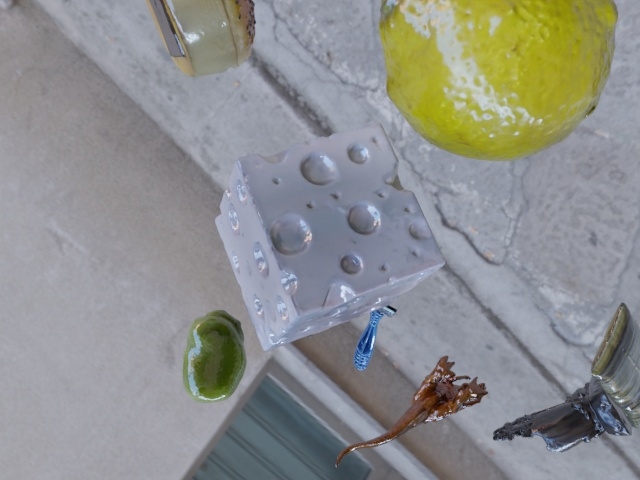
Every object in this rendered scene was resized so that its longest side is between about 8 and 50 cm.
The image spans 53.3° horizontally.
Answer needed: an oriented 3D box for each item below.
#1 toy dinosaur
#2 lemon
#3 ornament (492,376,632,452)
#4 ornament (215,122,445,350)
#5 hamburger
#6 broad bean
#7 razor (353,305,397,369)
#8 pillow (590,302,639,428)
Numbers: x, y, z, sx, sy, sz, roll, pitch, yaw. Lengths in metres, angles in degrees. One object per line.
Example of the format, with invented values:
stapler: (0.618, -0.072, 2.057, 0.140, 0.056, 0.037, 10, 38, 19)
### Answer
toy dinosaur: (0.227, 0.334, 1.327, 0.097, 0.431, 0.208, 60, 138, 28)
lemon: (0.263, -0.305, 1.000, 0.387, 0.350, 0.349, 24, 154, -17)
ornament: (0.496, 0.370, 1.328, 0.260, 0.251, 0.106, -28, 79, 25)
ornament: (0.000, 0.000, 0.985, 0.239, 0.239, 0.240, 67, 157, 14)
hamburger: (-0.219, -0.448, 1.160, 0.300, 0.176, 0.300, 60, 165, 27)
broad bean: (-0.206, 0.224, 1.240, 0.124, 0.175, 0.082, -2, 180, -12)
razor: (0.097, 0.183, 1.253, 0.081, 0.042, 0.253, 26, 142, 16)
pillow: (0.437, 0.180, 0.897, 0.038, 0.113, 0.203, 13, 159, 48)
